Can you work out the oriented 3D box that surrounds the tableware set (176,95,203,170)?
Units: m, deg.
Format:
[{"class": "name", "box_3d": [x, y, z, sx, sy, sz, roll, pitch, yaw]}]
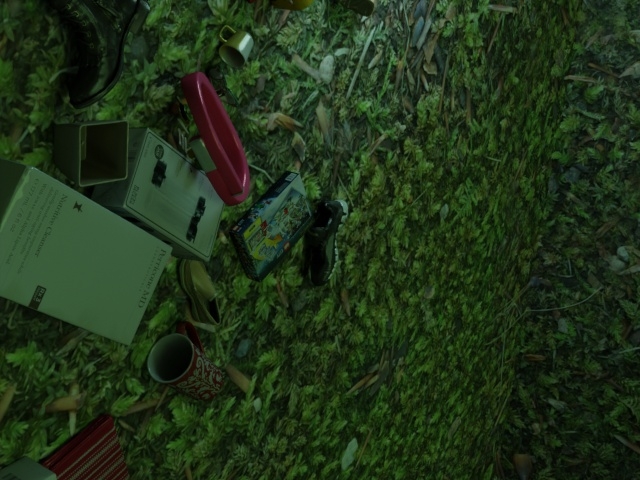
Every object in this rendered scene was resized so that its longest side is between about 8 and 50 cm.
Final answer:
[{"class": "tableware set", "box_3d": [-0.254, -0.215, 1.792, 0.104, 0.024, 0.154, 58, 17, -48]}]

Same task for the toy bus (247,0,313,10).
[{"class": "toy bus", "box_3d": [-0.070, -0.589, 1.894, 0.202, 0.104, 0.190, -9, 112, -54]}]

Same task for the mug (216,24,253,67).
[{"class": "mug", "box_3d": [-0.174, -0.411, 1.869, 0.064, 0.062, 0.078, -62, 153, -29]}]

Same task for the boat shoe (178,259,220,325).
[{"class": "boat shoe", "box_3d": [-0.256, 0.110, 1.974, 0.068, 0.072, 0.190, -46, 138, -34]}]

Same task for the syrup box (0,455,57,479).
[{"class": "syrup box", "box_3d": [-0.561, 0.546, 1.714, 0.096, 0.093, 0.236, -27, 126, -48]}]

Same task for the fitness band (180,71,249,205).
[{"class": "fitness band", "box_3d": [-0.208, -0.204, 1.808, 0.209, 0.054, 0.290, -97, 167, -48]}]

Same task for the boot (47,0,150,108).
[{"class": "boot", "box_3d": [-0.423, -0.383, 1.513, 0.229, 0.091, 0.262, 38, 69, -49]}]

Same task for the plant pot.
[{"class": "plant pot", "box_3d": [-0.417, -0.164, 1.594, 0.109, 0.096, 0.109, -17, 118, -51]}]

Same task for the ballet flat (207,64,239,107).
[{"class": "ballet flat", "box_3d": [-0.209, -0.319, 1.885, 0.041, 0.041, 0.114, -54, 142, -26]}]

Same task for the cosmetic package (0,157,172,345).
[{"class": "cosmetic package", "box_3d": [-0.460, 0.025, 1.566, 0.385, 0.156, 0.217, 33, 75, -55]}]

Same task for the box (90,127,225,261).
[{"class": "box", "box_3d": [-0.310, -0.084, 1.767, 0.290, 0.087, 0.169, 38, 61, -55]}]

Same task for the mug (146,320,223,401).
[{"class": "mug", "box_3d": [-0.283, 0.273, 1.980, 0.150, 0.113, 0.169, -60, 148, -15]}]

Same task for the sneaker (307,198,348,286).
[{"class": "sneaker", "box_3d": [0.000, 0.000, 2.296, 0.106, 0.078, 0.234, 15, 89, -54]}]

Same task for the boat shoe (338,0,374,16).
[{"class": "boat shoe", "box_3d": [0.070, -0.588, 2.161, 0.153, 0.048, 0.056, 14, 106, -50]}]

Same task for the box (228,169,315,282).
[{"class": "box", "box_3d": [-0.112, -0.035, 2.141, 0.233, 0.044, 0.159, -49, 140, -32]}]

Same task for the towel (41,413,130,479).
[{"class": "towel", "box_3d": [-0.485, 0.516, 1.869, 0.199, 0.031, 0.274, -40, 137, -42]}]
